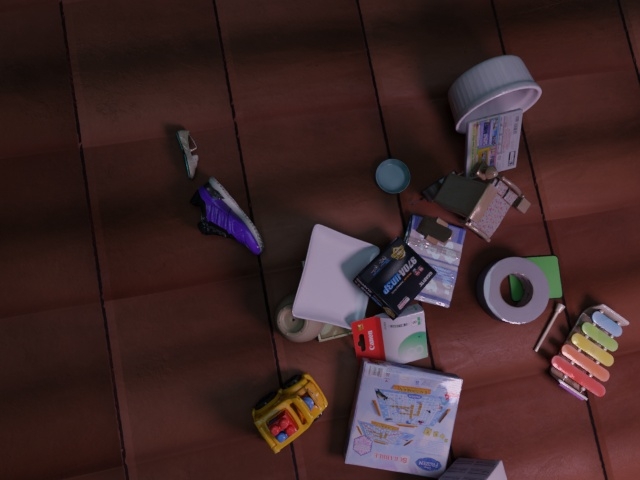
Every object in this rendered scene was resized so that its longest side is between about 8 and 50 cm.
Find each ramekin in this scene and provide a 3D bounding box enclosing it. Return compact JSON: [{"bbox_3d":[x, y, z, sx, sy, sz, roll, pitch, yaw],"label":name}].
[{"bbox_3d":[0.556,-0.476,1.483,0.277,0.277,0.135,-15,77,-7],"label":"ramekin"}]

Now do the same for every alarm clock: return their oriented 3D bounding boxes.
[{"bbox_3d":[0.386,-0.166,1.503,0.192,0.129,0.064,-30,89,11],"label":"alarm clock"}]

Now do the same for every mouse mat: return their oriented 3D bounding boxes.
[{"bbox_3d":[0.738,0.130,1.558,0.190,0.007,0.152,-3,83,-7],"label":"mouse mat"}]

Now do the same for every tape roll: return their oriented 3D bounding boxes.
[{"bbox_3d":[0.636,0.166,1.506,0.219,0.072,0.219,0,83,-2],"label":"tape roll"}]

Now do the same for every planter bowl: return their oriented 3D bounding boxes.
[{"bbox_3d":[-0.074,0.240,1.393,0.162,0.109,0.162,-1,87,12],"label":"planter bowl"}]

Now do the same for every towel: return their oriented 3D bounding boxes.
[{"bbox_3d":[0.365,0.069,1.516,0.209,0.034,0.285,16,82,-4],"label":"towel"}]

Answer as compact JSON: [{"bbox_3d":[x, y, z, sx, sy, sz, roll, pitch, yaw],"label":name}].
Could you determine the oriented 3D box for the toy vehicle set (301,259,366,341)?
[{"bbox_3d":[0.045,0.178,1.470,0.166,0.035,0.266,-12,85,-7],"label":"toy vehicle set"}]

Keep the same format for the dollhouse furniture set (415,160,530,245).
[{"bbox_3d":[0.536,-0.056,1.433,0.355,0.174,0.303,28,96,-31],"label":"dollhouse furniture set"}]

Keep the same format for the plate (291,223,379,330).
[{"bbox_3d":[0.045,0.117,1.385,0.278,0.045,0.277,20,81,-36],"label":"plate"}]

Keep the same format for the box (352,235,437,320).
[{"bbox_3d":[0.234,0.114,1.413,0.175,0.051,0.220,45,59,10],"label":"box"}]

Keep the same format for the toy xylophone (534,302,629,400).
[{"bbox_3d":[0.861,0.352,1.506,0.236,0.081,0.322,27,81,-2],"label":"toy xylophone"}]

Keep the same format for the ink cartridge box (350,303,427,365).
[{"bbox_3d":[0.220,0.311,1.425,0.225,0.056,0.181,-15,115,-9],"label":"ink cartridge box"}]

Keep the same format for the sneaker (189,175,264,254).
[{"bbox_3d":[-0.304,-0.049,1.438,0.146,0.102,0.293,-38,83,-4],"label":"sneaker"}]

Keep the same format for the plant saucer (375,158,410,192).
[{"bbox_3d":[0.245,-0.217,1.543,0.119,0.021,0.119,1,83,-5],"label":"plant saucer"}]

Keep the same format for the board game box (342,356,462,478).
[{"bbox_3d":[0.254,0.553,1.416,0.319,0.066,0.318,12,89,-4],"label":"board game box"}]

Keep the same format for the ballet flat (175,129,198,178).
[{"bbox_3d":[-0.424,-0.284,1.470,0.052,0.057,0.168,-16,85,-17],"label":"ballet flat"}]

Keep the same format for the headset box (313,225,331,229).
[{"bbox_3d":[0.000,0.000,1.488,0.062,0.032,0.083,10,83,-4],"label":"headset box"}]

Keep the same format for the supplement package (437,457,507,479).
[{"bbox_3d":[0.456,0.782,1.336,0.203,0.149,0.194,-6,81,-50],"label":"supplement package"}]

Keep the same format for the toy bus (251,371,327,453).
[{"bbox_3d":[-0.087,0.510,1.332,0.220,0.211,0.149,-34,86,-10],"label":"toy bus"}]

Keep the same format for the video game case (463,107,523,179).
[{"bbox_3d":[0.577,-0.320,1.522,0.193,0.023,0.212,-16,127,-7],"label":"video game case"}]
